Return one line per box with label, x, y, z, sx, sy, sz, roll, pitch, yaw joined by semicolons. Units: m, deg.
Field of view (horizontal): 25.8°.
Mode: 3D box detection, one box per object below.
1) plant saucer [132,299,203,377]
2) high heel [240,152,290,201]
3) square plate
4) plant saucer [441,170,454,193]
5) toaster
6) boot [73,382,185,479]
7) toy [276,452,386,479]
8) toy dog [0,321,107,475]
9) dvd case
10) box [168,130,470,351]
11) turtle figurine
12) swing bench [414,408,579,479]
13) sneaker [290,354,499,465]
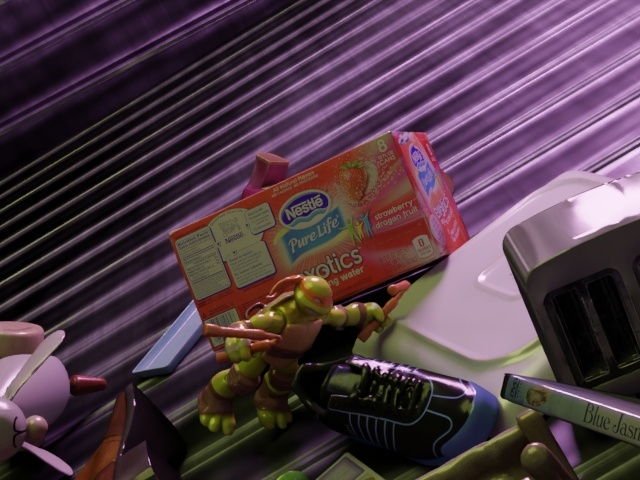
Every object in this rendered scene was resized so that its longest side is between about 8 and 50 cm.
plant saucer;-0.173;0.115;1.844;0.067;0.018;0.192;-14;25;39
high heel;-0.039;-0.034;1.971;0.082;0.117;0.244;-1;22;-38
square plate;0.223;0.038;1.408;0.347;0.049;0.344;-37;20;-12
plant saucer;0.090;-0.055;1.813;0.168;0.029;0.168;-20;27;11
toaster;0.254;0.036;1.159;0.168;0.186;0.110;-23;18;5
boot;-0.276;0.298;1.518;0.280;0.096;0.264;-38;27;5
toy;0.015;0.249;1.204;0.137;0.056;0.237;-38;21;-14
toy dog;-0.338;0.201;1.687;0.160;0.220;0.334;-1;27;-9
dvd case;0.267;0.137;0.948;0.253;0.180;0.022;13;90;58
box;0.000;0.000;1.606;0.300;0.154;0.142;-25;-5;21
turtle figurine;-0.048;0.103;1.398;0.269;0.087;0.217;-13;-35;-44
swing bench;0.077;0.249;0.936;0.253;0.165;0.254;-31;-6;6
sneaker;0.061;0.150;1.288;0.232;0.090;0.081;-8;54;55
